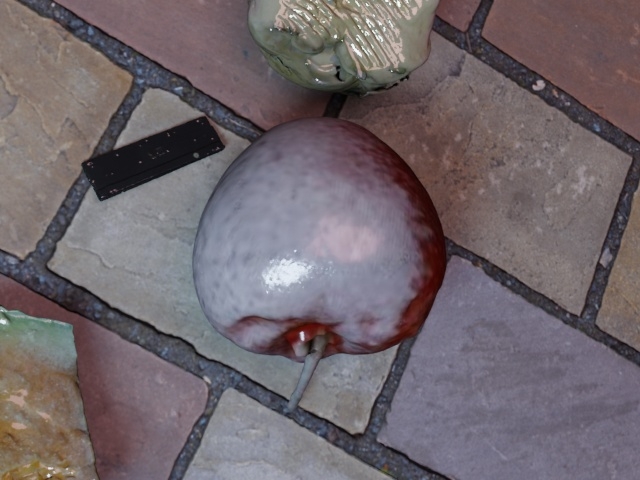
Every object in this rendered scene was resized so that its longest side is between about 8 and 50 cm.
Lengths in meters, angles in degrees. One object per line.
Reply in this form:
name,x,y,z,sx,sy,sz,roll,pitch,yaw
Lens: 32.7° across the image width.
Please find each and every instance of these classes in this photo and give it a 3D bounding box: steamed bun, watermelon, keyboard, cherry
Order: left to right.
watermelon,-0.394,0.239,1.222,0.264,0.151,0.302,-3,54,-29
keyboard,-0.225,-0.112,1.477,0.195,0.018,0.060,-25,80,-27
cherry,-0.013,0.002,1.405,0.326,0.291,0.335,-21,67,-16
steamed bun,0.026,-0.347,1.538,0.268,0.207,0.280,9,92,-17
